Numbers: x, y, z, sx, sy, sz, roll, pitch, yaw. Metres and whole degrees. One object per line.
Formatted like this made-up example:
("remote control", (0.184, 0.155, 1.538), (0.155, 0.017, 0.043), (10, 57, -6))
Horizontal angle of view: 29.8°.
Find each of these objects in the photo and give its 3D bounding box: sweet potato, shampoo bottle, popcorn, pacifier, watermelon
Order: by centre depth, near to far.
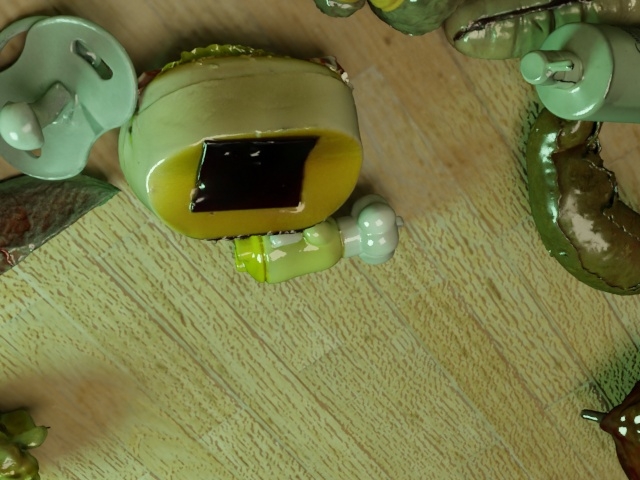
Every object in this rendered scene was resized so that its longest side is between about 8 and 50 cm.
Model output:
("pacifier", (-0.223, -0.111, 0.956), (0.150, 0.116, 0.127), (-35, 100, 24))
("watermelon", (-0.259, -0.007, 1.036), (0.180, 0.094, 0.081), (-41, 125, -9))
("shampoo bottle", (0.267, -0.144, 1.048), (0.262, 0.085, 0.085), (-3, 126, -40))
("popcorn", (-0.340, 0.230, 1.151), (0.141, 0.162, 0.135), (16, 155, -1))
("sweet potato", (0.268, -0.025, 1.164), (0.310, 0.098, 0.124), (46, 71, -35))

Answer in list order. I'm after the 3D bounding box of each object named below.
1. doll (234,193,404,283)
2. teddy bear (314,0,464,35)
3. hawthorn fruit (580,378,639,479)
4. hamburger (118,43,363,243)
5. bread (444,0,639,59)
("doll", (0.000, 0.000, 1.123), (0.162, 0.062, 0.106), (-11, 166, -9))
("teddy bear", (0.039, -0.248, 0.939), (0.190, 0.140, 0.177), (18, 119, -17))
("hawthorn fruit", (0.412, 0.225, 1.330), (0.248, 0.208, 0.208), (11, 120, -3))
("hamburger", (-0.065, -0.085, 1.028), (0.210, 0.116, 0.173), (-8, 133, -17))
("bread", (0.215, -0.203, 1.065), (0.214, 0.053, 0.073), (-12, 121, -9))
